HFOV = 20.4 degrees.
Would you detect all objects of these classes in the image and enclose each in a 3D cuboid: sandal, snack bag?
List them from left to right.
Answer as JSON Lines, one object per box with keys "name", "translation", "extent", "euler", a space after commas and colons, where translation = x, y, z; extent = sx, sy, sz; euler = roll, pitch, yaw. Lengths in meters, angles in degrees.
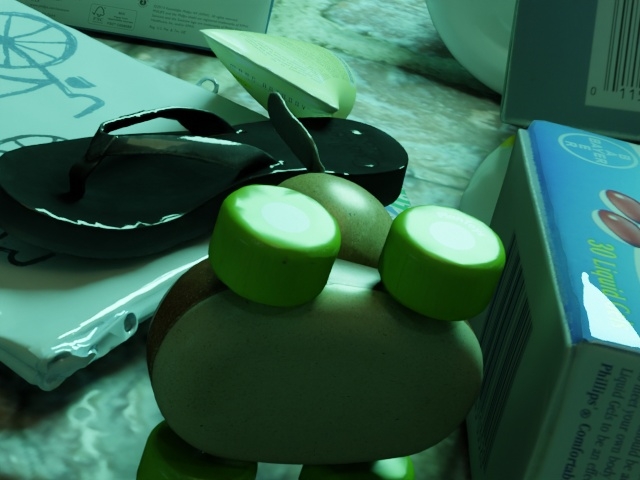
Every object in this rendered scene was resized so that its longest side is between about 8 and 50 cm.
{"name": "snack bag", "translation": [-0.172, -0.045, 1.011], "extent": [0.342, 0.037, 0.323], "euler": [25, 31, 24]}
{"name": "sandal", "translation": [-0.065, -0.047, 0.955], "extent": [0.254, 0.054, 0.097], "euler": [-12, 36, -36]}

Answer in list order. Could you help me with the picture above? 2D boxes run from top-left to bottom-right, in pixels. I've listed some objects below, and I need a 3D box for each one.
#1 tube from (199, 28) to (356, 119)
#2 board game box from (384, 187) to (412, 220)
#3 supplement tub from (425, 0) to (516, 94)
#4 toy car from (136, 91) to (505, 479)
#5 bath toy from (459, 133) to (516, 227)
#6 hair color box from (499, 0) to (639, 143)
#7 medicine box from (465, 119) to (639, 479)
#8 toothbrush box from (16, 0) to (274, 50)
{"name": "tube", "translation": [-0.019, -0.101, 1.135], "extent": [0.070, 0.062, 0.240], "euler": [-12, 1, 6]}
{"name": "board game box", "translation": [0.000, 0.000, 1.054], "extent": [0.124, 0.039, 0.259], "euler": [8, 27, -13]}
{"name": "supplement tub", "translation": [0.237, -0.250, 1.505], "extent": [0.228, 0.228, 0.316], "euler": [22, 24, 15]}
{"name": "toy car", "translation": [-0.017, 0.016, 0.822], "extent": [0.149, 0.155, 0.188], "euler": [6, 34, -20]}
{"name": "bath toy", "translation": [0.253, 0.016, 1.069], "extent": [0.348, 0.151, 0.129], "euler": [6, 60, -19]}
{"name": "hair color box", "translation": [0.225, -0.116, 1.159], "extent": [0.185, 0.113, 0.374], "euler": [8, 4, 8]}
{"name": "medicine box", "translation": [0.225, 0.082, 0.862], "extent": [0.289, 0.149, 0.263], "euler": [13, 24, -4]}
{"name": "toothbrush box", "translation": [-0.160, -0.268, 1.435], "extent": [0.216, 0.126, 0.295], "euler": [8, 23, -16]}
